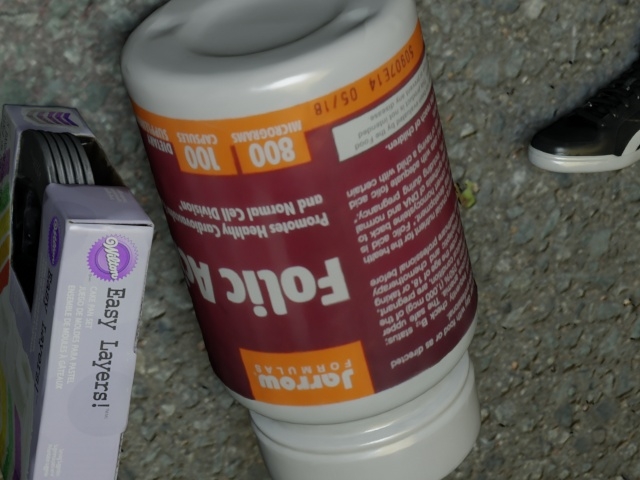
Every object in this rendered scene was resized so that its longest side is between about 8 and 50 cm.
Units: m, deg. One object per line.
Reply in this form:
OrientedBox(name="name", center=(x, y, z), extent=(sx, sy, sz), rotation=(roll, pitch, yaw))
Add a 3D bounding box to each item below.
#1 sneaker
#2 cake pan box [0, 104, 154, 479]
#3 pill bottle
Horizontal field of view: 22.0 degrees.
OrientedBox(name="sneaker", center=(0.271, -0.136, 1.427), extent=(0.217, 0.079, 0.121), rotation=(-14, 115, -26))
OrientedBox(name="cake pan box", center=(-0.195, 0.052, 1.214), extent=(0.070, 0.246, 0.267), rotation=(1, 114, -24))
OrientedBox(name="pill bottle", center=(0.000, 0.000, 1.284), extent=(0.224, 0.224, 0.392), rotation=(-22, 120, -12))
